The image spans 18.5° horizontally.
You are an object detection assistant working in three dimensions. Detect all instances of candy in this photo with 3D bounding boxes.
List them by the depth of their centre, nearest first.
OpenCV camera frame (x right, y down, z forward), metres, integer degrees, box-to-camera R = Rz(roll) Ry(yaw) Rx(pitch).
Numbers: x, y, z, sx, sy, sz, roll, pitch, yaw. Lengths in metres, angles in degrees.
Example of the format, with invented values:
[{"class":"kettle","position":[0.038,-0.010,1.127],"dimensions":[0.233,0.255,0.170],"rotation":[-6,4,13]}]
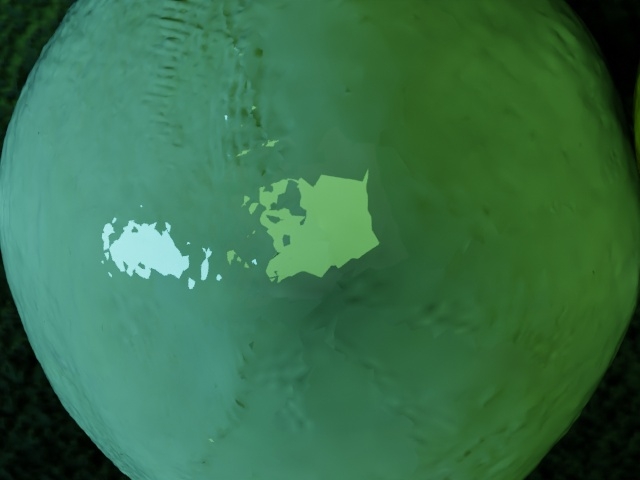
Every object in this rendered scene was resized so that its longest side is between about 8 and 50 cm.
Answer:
[{"class":"candy","position":[0.000,0.000,0.804],"dimensions":[0.295,0.185,0.295],"rotation":[-1,111,-3]}]

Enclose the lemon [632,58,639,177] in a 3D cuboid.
[{"class":"lemon","position":[0.244,-0.060,0.737],"dimensions":[0.288,0.233,0.233],"rotation":[-41,106,1]}]
